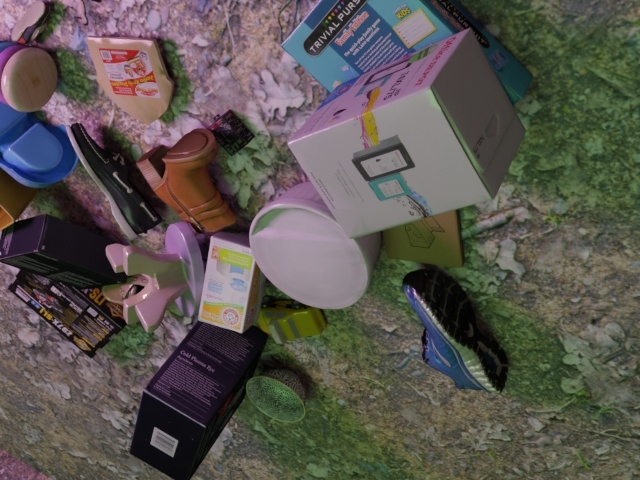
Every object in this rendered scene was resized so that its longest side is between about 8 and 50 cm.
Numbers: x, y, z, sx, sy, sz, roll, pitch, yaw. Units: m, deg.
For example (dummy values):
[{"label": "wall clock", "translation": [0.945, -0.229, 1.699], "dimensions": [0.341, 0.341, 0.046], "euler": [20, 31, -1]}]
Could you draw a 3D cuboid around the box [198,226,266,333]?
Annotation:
[{"label": "box", "translation": [-0.189, 0.088, 1.780], "dimensions": [0.114, 0.103, 0.203], "euler": [16, 107, 13]}]

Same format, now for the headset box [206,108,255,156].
[{"label": "headset box", "translation": [-0.185, -0.220, 1.615], "dimensions": [0.083, 0.032, 0.062], "euler": [47, 136, -12]}]

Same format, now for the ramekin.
[{"label": "ramekin", "translation": [0.000, 0.000, 1.630], "dimensions": [0.273, 0.127, 0.272], "euler": [17, 135, 18]}]

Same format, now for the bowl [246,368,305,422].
[{"label": "bowl", "translation": [-0.101, 0.386, 2.071], "dimensions": [0.170, 0.080, 0.170], "euler": [16, 134, 18]}]

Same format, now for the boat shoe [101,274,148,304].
[{"label": "boat shoe", "translation": [-0.470, 0.128, 2.052], "dimensions": [0.303, 0.098, 0.109], "euler": [-7, 123, 36]}]

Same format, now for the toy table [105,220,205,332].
[{"label": "toy table", "translation": [-0.366, 0.089, 1.808], "dimensions": [0.252, 0.161, 0.274], "euler": [46, 144, 41]}]

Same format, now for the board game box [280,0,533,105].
[{"label": "board game box", "translation": [0.136, -0.296, 1.317], "dimensions": [0.336, 0.079, 0.254], "euler": [43, 137, -8]}]

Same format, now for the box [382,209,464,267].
[{"label": "box", "translation": [0.192, -0.038, 1.558], "dimensions": [0.165, 0.021, 0.201], "euler": [7, 131, 26]}]

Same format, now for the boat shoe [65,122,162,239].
[{"label": "boat shoe", "translation": [-0.469, -0.146, 1.817], "dimensions": [0.302, 0.091, 0.114], "euler": [63, 174, -29]}]

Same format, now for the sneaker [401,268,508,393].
[{"label": "sneaker", "translation": [0.252, 0.202, 1.657], "dimensions": [0.147, 0.129, 0.330], "euler": [-18, 117, 38]}]

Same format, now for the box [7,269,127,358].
[{"label": "box", "translation": [-0.703, 0.167, 2.248], "dimensions": [0.322, 0.079, 0.257], "euler": [42, 138, -8]}]

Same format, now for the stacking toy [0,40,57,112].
[{"label": "stacking toy", "translation": [-0.741, -0.391, 1.738], "dimensions": [0.331, 0.141, 0.141], "euler": [22, 136, 20]}]

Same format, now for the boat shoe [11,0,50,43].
[{"label": "boat shoe", "translation": [-0.591, -0.449, 1.653], "dimensions": [0.043, 0.049, 0.137], "euler": [11, 153, -43]}]

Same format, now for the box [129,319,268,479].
[{"label": "box", "translation": [-0.311, 0.394, 2.037], "dimensions": [0.179, 0.312, 0.343], "euler": [29, 138, 5]}]

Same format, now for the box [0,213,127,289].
[{"label": "box", "translation": [-0.631, 0.034, 1.978], "dimensions": [0.184, 0.103, 0.261], "euler": [-7, 157, 38]}]

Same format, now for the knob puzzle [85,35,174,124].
[{"label": "knob puzzle", "translation": [-0.376, -0.329, 1.637], "dimensions": [0.213, 0.030, 0.213], "euler": [16, 134, 18]}]

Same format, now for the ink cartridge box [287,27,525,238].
[{"label": "ink cartridge box", "translation": [0.137, -0.159, 1.235], "dimensions": [0.270, 0.198, 0.197], "euler": [-16, 117, 39]}]

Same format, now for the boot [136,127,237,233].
[{"label": "boot", "translation": [-0.254, -0.110, 1.689], "dimensions": [0.284, 0.109, 0.220], "euler": [-13, 122, 46]}]

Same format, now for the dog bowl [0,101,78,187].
[{"label": "dog bowl", "translation": [-0.696, -0.239, 1.826], "dimensions": [0.297, 0.166, 0.074], "euler": [41, 149, -8]}]

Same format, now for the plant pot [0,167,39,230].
[{"label": "plant pot", "translation": [-0.801, -0.152, 1.940], "dimensions": [0.212, 0.187, 0.212], "euler": [-20, 116, 41]}]

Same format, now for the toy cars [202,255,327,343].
[{"label": "toy cars", "translation": [-0.176, 0.142, 1.894], "dimensions": [0.394, 0.087, 0.176], "euler": [31, 137, 4]}]
